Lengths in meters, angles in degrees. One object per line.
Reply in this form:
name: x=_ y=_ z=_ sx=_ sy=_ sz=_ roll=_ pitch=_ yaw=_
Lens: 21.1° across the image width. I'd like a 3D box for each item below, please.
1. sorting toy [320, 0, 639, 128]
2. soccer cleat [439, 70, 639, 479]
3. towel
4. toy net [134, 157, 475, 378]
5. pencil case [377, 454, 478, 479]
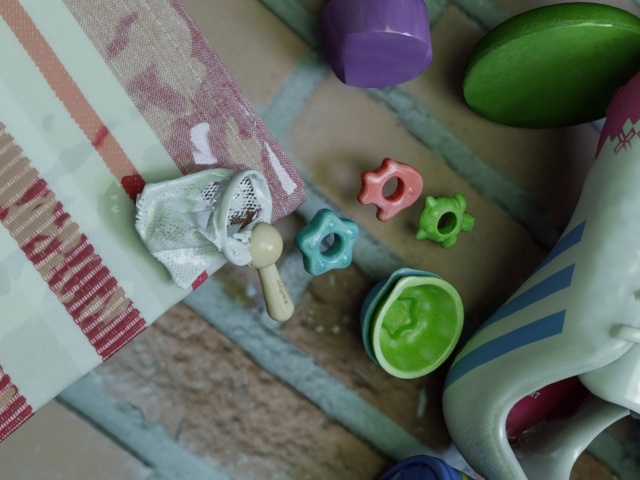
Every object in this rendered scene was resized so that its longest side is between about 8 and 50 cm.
sorting toy: x=0.170 y=-0.150 z=1.099 sx=0.366 sy=0.127 sz=0.126 roll=5 pitch=64 yaw=-20
soccer cleat: x=0.197 y=0.023 z=1.030 sx=0.116 sy=0.143 sz=0.331 roll=21 pitch=111 yaw=-30
towel: x=-0.194 y=-0.020 z=0.981 sx=0.329 sy=0.037 sz=0.237 roll=-38 pitch=110 yaw=-13
toy net: x=0.000 y=0.000 z=1.027 sx=0.232 sy=0.045 sz=0.122 roll=20 pitch=99 yaw=-36
pencil case: x=0.150 y=0.254 z=1.103 sx=0.306 sy=0.133 sz=0.119 roll=33 pitch=38 yaw=-22
